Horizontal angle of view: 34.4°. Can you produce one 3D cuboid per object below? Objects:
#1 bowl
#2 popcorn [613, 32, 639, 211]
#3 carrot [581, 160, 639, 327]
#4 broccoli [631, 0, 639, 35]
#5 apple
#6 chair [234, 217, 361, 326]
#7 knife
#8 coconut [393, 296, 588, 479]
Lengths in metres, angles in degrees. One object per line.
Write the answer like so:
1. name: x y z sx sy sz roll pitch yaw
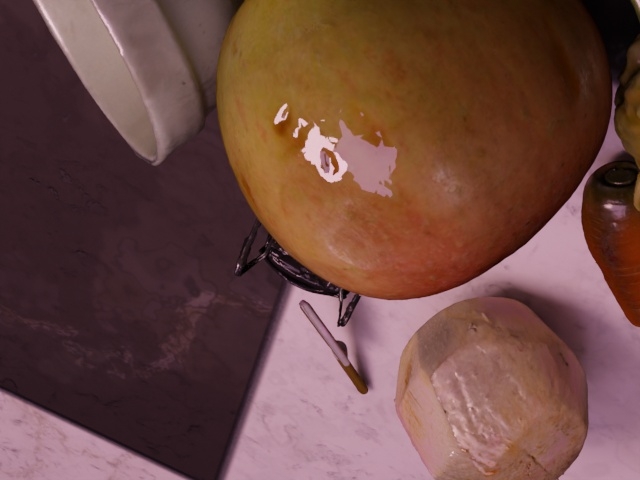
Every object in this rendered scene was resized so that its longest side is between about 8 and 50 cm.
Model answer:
1. bowl: -0.176 -0.242 0.985 0.307 0.163 0.307 51 167 17
2. popcorn: 0.370 -0.086 0.883 0.242 0.235 0.250 -29 78 29
3. carrot: 0.320 0.007 1.071 0.087 0.087 0.193 -2 131 27
4. broccoli: 0.233 -0.197 0.769 0.122 0.118 0.204 -29 98 20
5. apple: 0.065 -0.125 0.903 0.338 0.338 0.305 -28 109 39
6. chair: 0.000 0.000 1.206 0.140 0.221 0.145 27 92 2
7. knife: 0.023 0.137 1.308 0.022 0.046 0.256 -35 140 -3
8. coconut: 0.196 0.172 1.202 0.197 0.237 0.236 -14 133 -16
